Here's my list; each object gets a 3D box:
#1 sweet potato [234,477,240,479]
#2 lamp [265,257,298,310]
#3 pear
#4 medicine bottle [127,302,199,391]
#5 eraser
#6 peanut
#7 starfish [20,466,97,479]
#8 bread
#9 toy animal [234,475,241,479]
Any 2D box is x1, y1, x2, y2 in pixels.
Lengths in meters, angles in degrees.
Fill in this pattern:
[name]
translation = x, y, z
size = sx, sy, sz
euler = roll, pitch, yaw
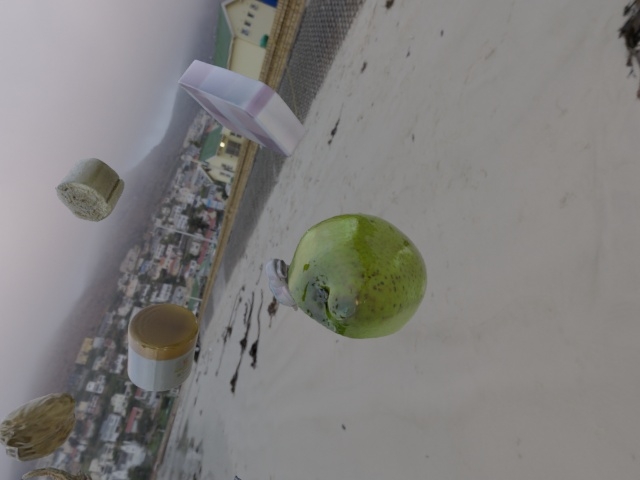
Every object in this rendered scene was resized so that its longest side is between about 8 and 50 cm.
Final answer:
[sweet potato]
translation = -0.148, 0.834, 1.198
size = 0.370, 0.158, 0.157
euler = 9, 80, 32
[lamp]
translation = -0.158, 0.177, 1.677
size = 0.108, 0.246, 0.179
euler = -23, 42, 13
[pear]
translation = 0.085, 0.082, 0.944
size = 0.238, 0.343, 0.318
euler = -66, -6, 23
[medicine bottle]
translation = -0.583, 0.392, 1.501
size = 0.237, 0.238, 0.231
euler = -97, 20, -59
[eraser]
translation = -0.063, -0.105, 0.323
size = 0.105, 0.065, 0.026
euler = 32, 83, 34
[peanut]
translation = -0.827, 0.554, 1.200
size = 0.110, 0.197, 0.233
euler = 45, 133, 26
[starfish]
translation = -0.603, 0.584, 0.978
size = 0.247, 0.138, 0.050
euler = 78, -149, -55
[bread]
translation = -0.665, -0.146, 1.176
size = 0.134, 0.148, 0.141
euler = -32, 36, 19
[toy animal]
translation = -0.106, 0.501, 0.755
size = 0.062, 0.108, 0.220
euler = -88, -8, -58
